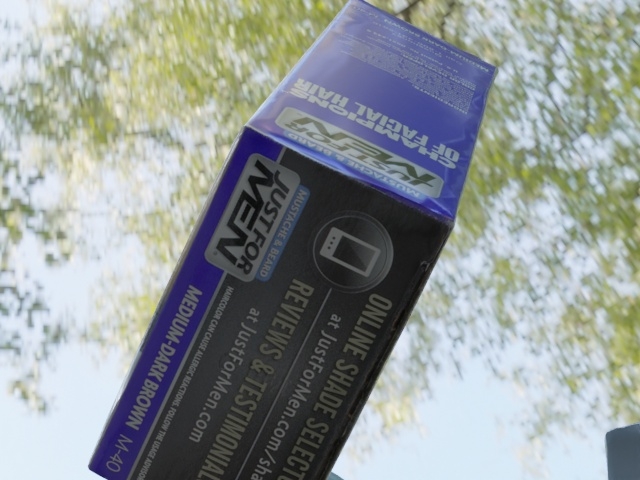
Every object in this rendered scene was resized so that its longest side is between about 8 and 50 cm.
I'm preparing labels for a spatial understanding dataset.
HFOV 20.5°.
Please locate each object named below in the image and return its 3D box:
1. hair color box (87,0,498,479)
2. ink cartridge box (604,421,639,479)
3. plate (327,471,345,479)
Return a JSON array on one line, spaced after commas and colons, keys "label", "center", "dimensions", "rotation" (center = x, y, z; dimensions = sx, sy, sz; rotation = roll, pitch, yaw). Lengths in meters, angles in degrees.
[{"label": "hair color box", "center": [0.000, 0.000, 0.919], "dimensions": [0.110, 0.339, 0.185], "rotation": [26, -71, -1]}, {"label": "ink cartridge box", "center": [0.265, 0.160, 0.759], "dimensions": [0.275, 0.239, 0.060], "rotation": [-17, -47, 21]}, {"label": "plate", "center": [0.010, 0.205, 1.040], "dimensions": [0.188, 0.188, 0.024], "rotation": [38, -55, -23]}]
